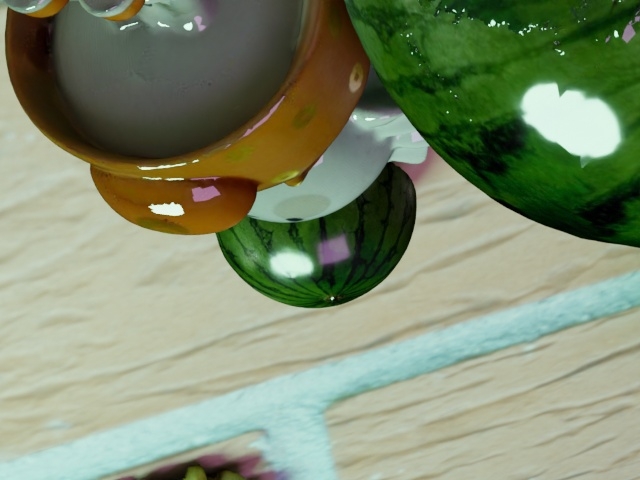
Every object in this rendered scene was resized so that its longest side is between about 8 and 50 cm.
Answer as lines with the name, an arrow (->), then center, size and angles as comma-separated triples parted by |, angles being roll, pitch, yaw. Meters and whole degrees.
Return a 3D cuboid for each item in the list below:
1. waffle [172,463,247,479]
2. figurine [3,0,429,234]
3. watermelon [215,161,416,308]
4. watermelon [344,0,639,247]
waffle -> -0.107, 0.212, 1.088 | 0.191, 0.038, 0.191 | -14, 144, -10
figurine -> -0.031, -0.075, 0.673 | 0.143, 0.143, 0.271 | -38, 167, 24
watermelon -> 0.000, 0.000, 0.831 | 0.106, 0.062, 0.105 | -8, 150, -5
watermelon -> 0.119, -0.114, 0.564 | 0.242, 0.242, 0.242 | -13, 145, -10
